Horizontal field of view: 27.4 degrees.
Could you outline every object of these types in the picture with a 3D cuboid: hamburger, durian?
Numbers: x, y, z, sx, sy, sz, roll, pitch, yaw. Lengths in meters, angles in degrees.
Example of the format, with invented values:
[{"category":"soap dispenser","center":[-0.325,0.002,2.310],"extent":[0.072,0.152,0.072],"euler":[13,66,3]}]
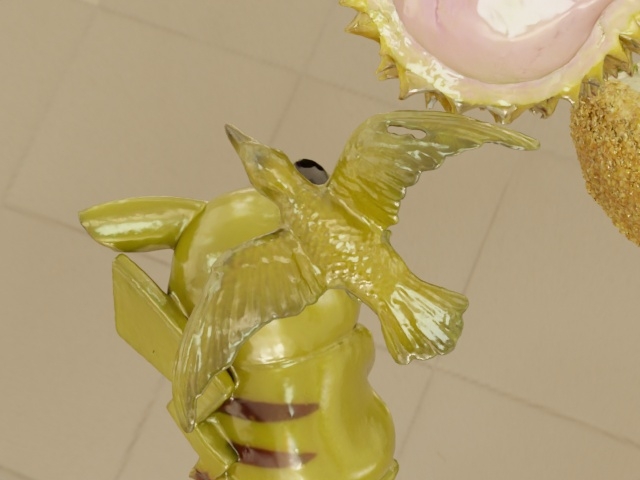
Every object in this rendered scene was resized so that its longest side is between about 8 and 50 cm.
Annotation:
[{"category":"hamburger","center":[0.416,-0.088,1.574],"extent":[0.179,0.276,0.294],"euler":[-30,37,1]},{"category":"durian","center":[0.130,-0.160,0.940],"extent":[0.305,0.196,0.185],"euler":[8,85,-18]}]

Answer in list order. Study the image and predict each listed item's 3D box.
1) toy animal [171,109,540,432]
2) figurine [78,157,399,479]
[{"category":"toy animal","center":[0.000,0.000,0.675],"extent":[0.219,0.095,0.155],"euler":[-45,45,5]},{"category":"figurine","center":[-0.052,0.079,1.056],"extent":[0.218,0.169,0.326],"euler":[-1,109,26]}]
